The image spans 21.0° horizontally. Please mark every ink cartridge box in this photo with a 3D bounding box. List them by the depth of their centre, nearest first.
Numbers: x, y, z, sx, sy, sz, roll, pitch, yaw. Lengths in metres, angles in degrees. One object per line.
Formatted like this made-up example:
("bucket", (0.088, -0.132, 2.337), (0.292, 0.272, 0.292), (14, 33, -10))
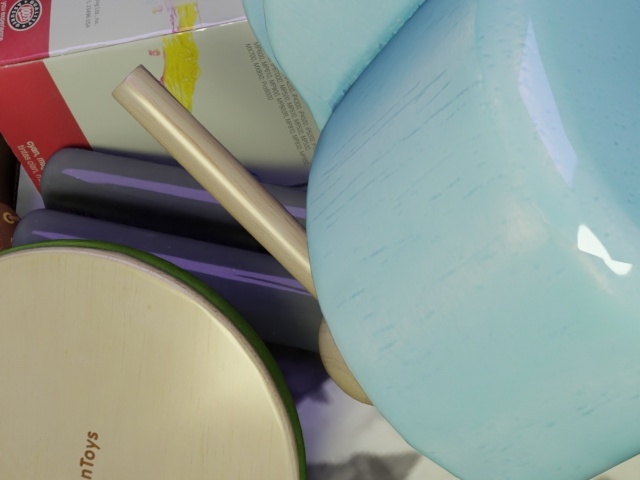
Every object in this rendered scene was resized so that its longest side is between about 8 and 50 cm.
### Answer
("ink cartridge box", (-0.062, -0.104, 0.844), (0.176, 0.127, 0.128), (-9, 53, 11))

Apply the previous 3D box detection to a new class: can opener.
("can opener", (0.000, 0.000, 0.760), (0.284, 0.095, 0.076), (11, 56, 11))

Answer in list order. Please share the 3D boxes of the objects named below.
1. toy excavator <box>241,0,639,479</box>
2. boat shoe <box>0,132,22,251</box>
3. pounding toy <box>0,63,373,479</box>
("toy excavator", (0.133, 0.052, 0.560), (0.433, 0.222, 0.445), (32, 60, -10))
("boat shoe", (-0.162, 0.013, 0.835), (0.060, 0.064, 0.178), (0, 61, 11))
("pounding toy", (-0.065, 0.059, 0.729), (0.183, 0.110, 0.237), (42, 111, 3))
